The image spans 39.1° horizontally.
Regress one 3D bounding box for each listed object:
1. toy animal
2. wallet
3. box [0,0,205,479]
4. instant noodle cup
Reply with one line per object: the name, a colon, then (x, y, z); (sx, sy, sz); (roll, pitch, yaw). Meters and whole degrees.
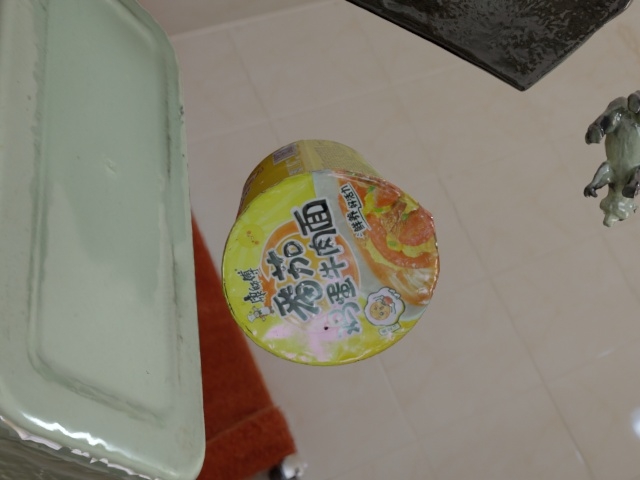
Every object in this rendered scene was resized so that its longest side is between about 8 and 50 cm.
toy animal: (0.491, -0.131, 1.463); (0.094, 0.121, 0.225); (7, -78, 36)
wallet: (0.084, -0.229, 0.715); (0.172, 0.318, 0.045); (-39, -146, 60)
box: (-0.255, 0.028, 0.538); (0.177, 0.344, 0.351); (41, 31, -48)
instant noodle cup: (0.000, 0.000, 1.137); (0.200, 0.264, 0.264); (-109, -171, -65)
